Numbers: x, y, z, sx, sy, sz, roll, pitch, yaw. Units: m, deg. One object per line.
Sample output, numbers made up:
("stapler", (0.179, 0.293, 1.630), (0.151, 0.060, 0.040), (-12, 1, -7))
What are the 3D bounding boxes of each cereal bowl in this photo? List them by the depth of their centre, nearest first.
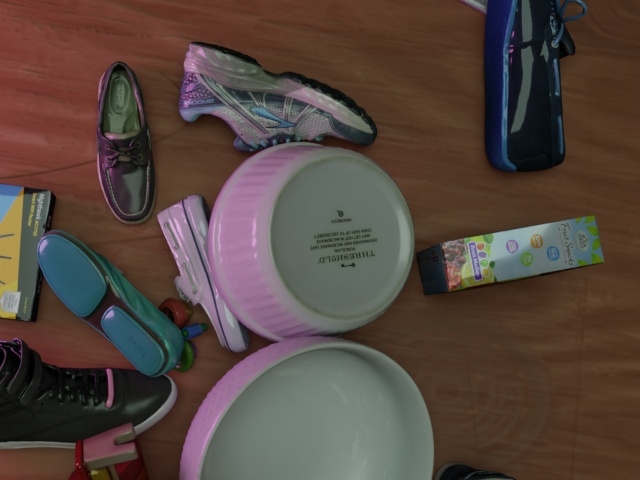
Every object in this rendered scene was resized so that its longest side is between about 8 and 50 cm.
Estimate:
("cereal bowl", (-0.029, 0.280, 1.355), (0.338, 0.141, 0.339), (-4, 97, -29))

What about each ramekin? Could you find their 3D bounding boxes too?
("ramekin", (0.000, 0.000, 1.382), (0.272, 0.127, 0.273), (3, 84, -28))

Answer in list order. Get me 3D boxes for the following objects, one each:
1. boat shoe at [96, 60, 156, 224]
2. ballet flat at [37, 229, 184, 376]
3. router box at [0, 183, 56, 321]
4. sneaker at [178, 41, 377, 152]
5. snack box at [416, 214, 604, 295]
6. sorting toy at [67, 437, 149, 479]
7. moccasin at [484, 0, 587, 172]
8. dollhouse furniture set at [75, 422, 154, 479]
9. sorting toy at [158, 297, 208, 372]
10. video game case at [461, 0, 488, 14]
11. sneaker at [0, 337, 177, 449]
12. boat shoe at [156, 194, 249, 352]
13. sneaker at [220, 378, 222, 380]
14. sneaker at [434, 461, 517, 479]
("boat shoe", (-0.270, -0.135, 1.454), (0.080, 0.073, 0.224), (-5, 83, -5))
("ballet flat", (-0.275, 0.082, 1.418), (0.247, 0.087, 0.083), (45, 107, 10))
("router box", (-0.438, 0.014, 1.435), (0.133, 0.046, 0.179), (7, 82, -4))
("sneaker", (-0.062, -0.175, 1.476), (0.282, 0.110, 0.122), (20, 104, -4))
("snack box", (0.246, 0.022, 1.421), (0.207, 0.174, 0.070), (-9, 86, -6))
("sorting toy", (-0.344, 0.417, 1.374), (0.365, 0.127, 0.126), (-41, 111, -10))
("moccasin", (0.298, -0.267, 1.502), (0.116, 0.138, 0.342), (2, 96, -8))
("dollhouse furniture set", (-0.227, 0.436, 1.254), (0.152, 0.201, 0.374), (-19, 109, -8))
("sorting toy", (-0.182, 0.124, 1.444), (0.042, 0.061, 0.102), (-15, 91, -49))
("video game case", (0.234, -0.402, 1.560), (0.087, 0.011, 0.122), (29, 81, 1))
("sneaker", (-0.335, 0.190, 1.359), (0.295, 0.147, 0.105), (-6, 51, -4))
("boat shoe", (-0.160, 0.052, 1.444), (0.075, 0.083, 0.226), (-20, 73, 5))
("sneaker", (-0.116, 0.247, 1.431), (0.070, 0.051, 0.134), (6, 95, 18))
("sneaker", (0.263, 0.367, 1.384), (0.226, 0.163, 0.086), (28, 80, -2))
